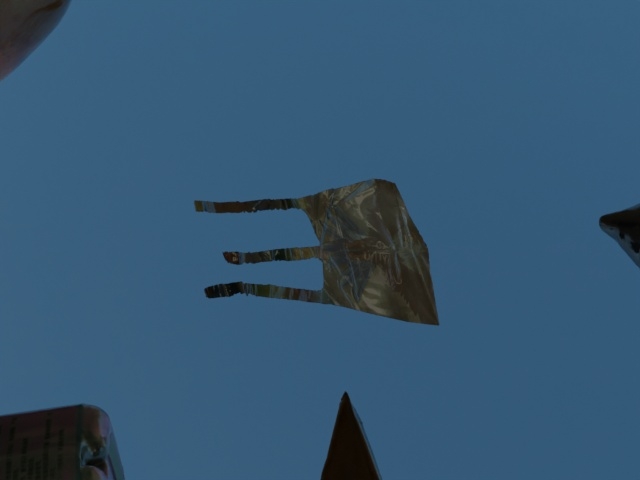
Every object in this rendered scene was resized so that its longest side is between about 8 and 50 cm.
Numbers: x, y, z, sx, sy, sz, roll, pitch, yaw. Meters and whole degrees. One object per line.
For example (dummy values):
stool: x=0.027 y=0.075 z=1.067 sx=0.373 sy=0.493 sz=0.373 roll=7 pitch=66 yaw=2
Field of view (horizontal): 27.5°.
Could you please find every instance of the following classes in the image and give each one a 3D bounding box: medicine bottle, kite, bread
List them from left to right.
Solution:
medicine bottle: x=-0.201 y=0.165 z=0.713 sx=0.188 sy=0.119 sz=0.094 roll=-8 pitch=-143 yaw=-3
kite: x=-0.001 y=0.001 z=1.316 sx=0.310 sy=0.015 sz=0.169 roll=7 pitch=-118 yaw=-41
bread: x=0.047 y=0.204 z=1.093 sx=0.084 sy=0.074 sz=0.139 roll=7 pitch=-116 yaw=16

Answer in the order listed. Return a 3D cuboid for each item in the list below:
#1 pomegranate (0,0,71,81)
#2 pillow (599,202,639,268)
pomegranate: x=-0.296 y=-0.222 z=0.916 sx=0.229 sy=0.270 sz=0.252 roll=-27 pitch=-94 yaw=6
pillow: x=0.371 y=-0.002 z=1.028 sx=0.250 sy=0.106 sz=0.186 roll=-33 pitch=-102 yaw=13
